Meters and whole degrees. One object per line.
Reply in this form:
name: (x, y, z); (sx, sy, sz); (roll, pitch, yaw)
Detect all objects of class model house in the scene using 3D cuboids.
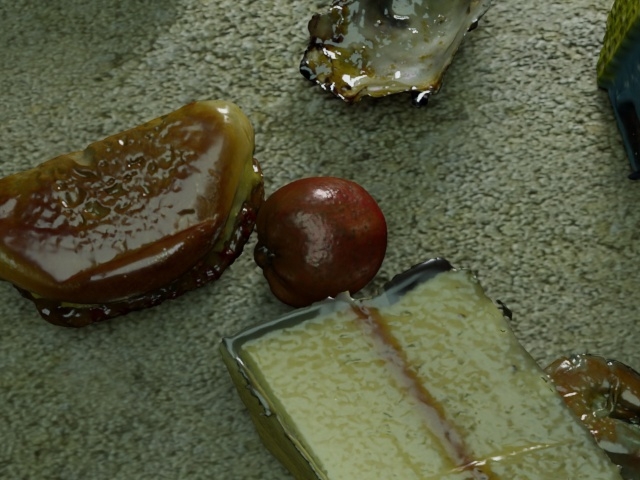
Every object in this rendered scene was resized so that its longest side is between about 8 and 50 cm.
model house: (0.503, -0.269, 1.438); (0.215, 0.237, 0.303); (-13, 75, -4)

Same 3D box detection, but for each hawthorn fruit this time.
hawthorn fruit: (0.000, 0.000, 1.399); (0.189, 0.189, 0.189); (0, 75, -1)

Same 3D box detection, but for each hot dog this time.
hot dog: (-0.250, -0.017, 1.387); (0.405, 0.185, 0.223); (-24, 75, -7)

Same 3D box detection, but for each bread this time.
bread: (0.140, 0.233, 1.253); (0.345, 0.242, 0.405); (-27, 41, -17)

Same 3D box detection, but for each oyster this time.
oyster: (0.129, -0.339, 1.530); (0.221, 0.096, 0.361); (29, 76, 12)

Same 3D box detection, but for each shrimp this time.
shrimp: (0.418, 0.252, 1.388); (0.294, 0.062, 0.154); (29, 71, 9)
